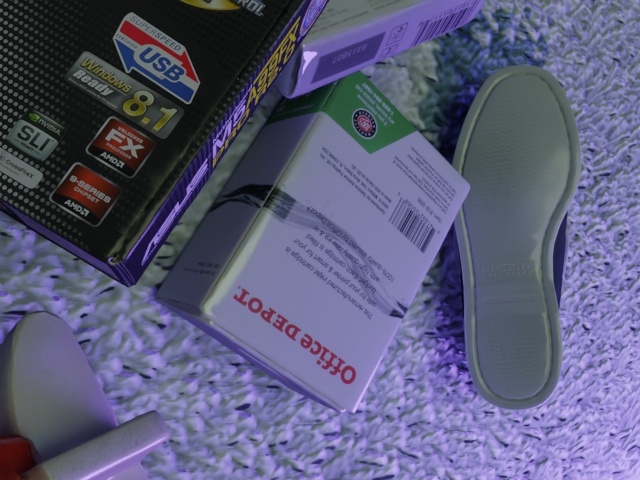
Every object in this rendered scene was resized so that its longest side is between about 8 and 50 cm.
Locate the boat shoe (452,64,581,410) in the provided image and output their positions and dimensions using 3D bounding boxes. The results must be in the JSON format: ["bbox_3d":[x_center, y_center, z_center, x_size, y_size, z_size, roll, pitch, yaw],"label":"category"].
[{"bbox_3d":[0.172,-0.003,0.623,0.114,0.091,0.303,6,90,11],"label":"boat shoe"}]

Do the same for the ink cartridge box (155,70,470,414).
[{"bbox_3d":[0.000,0.000,0.507,0.153,0.086,0.209,40,70,-28],"label":"ink cartridge box"}]

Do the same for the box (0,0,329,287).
[{"bbox_3d":[-0.152,-0.137,0.347,0.270,0.060,0.216,32,74,0],"label":"box"}]

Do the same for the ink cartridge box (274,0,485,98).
[{"bbox_3d":[-0.013,-0.228,0.486,0.189,0.066,0.232,-30,71,-29],"label":"ink cartridge box"}]

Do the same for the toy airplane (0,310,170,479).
[{"bbox_3d":[-0.227,0.161,0.260,0.272,0.386,0.384,-35,124,7],"label":"toy airplane"}]
